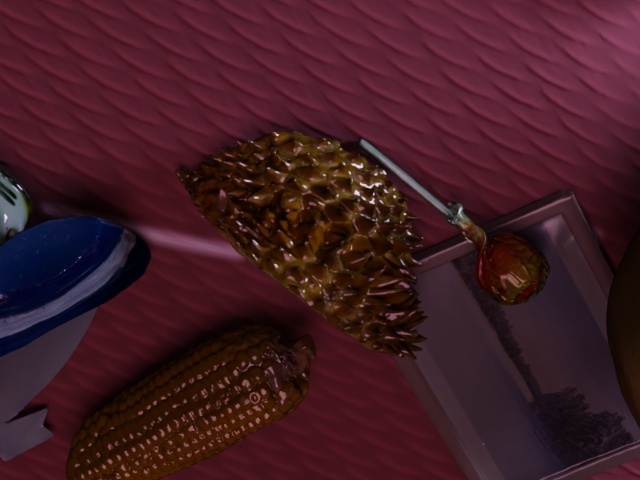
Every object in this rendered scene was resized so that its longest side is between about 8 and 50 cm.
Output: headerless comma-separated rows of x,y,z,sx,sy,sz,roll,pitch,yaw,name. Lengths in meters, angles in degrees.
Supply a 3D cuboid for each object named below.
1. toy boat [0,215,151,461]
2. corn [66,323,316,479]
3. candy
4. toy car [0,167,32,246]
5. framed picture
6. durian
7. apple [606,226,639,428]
-0.261,0.096,1.683,0.070,0.210,0.291,47,121,24,toy boat
-0.114,0.151,1.758,0.261,0.097,0.097,-30,117,19,corn
0.108,-0.019,1.670,0.201,0.060,0.060,41,115,-4,candy
-0.375,0.047,1.676,0.136,0.125,0.306,36,113,-19,toy car
0.184,0.107,1.775,0.213,0.016,0.289,-23,119,14,framed picture
0.000,0.000,1.660,0.252,0.139,0.144,30,74,-18,durian
0.403,0.050,1.555,0.357,0.357,0.357,0,122,0,apple
